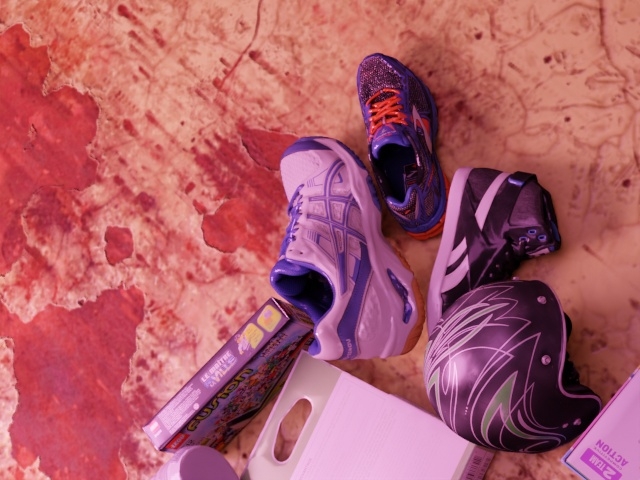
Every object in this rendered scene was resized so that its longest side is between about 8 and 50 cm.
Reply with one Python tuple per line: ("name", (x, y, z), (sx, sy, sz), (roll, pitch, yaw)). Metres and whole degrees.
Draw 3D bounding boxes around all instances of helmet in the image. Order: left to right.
("helmet", (0.181, 0.120, 1.354), (0.169, 0.161, 0.169), (-27, 44, 29))

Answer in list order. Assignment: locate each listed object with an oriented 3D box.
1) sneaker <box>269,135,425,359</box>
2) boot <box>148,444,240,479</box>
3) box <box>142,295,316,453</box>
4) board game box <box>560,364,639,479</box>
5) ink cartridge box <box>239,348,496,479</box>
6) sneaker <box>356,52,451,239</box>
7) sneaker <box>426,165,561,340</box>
("sneaker", (0.000, 0.000, 1.487), (0.112, 0.131, 0.296), (105, 148, -44))
("boot", (-0.102, 0.351, 1.513), (0.123, 0.095, 0.258), (-42, 73, 49))
("box", (-0.088, 0.155, 1.531), (0.207, 0.114, 0.036), (-46, 61, 10))
("board game box", (0.411, 0.154, 1.267), (0.242, 0.064, 0.316), (40, 97, 15))
("ink cartridge box", (0.046, 0.239, 1.473), (0.235, 0.056, 0.171), (25, 88, 34))
("sneaker", (0.087, -0.113, 1.526), (0.083, 0.087, 0.221), (-26, 67, 19))
("sneaker", (0.184, 0.028, 1.443), (0.121, 0.079, 0.217), (4, 78, 27))
